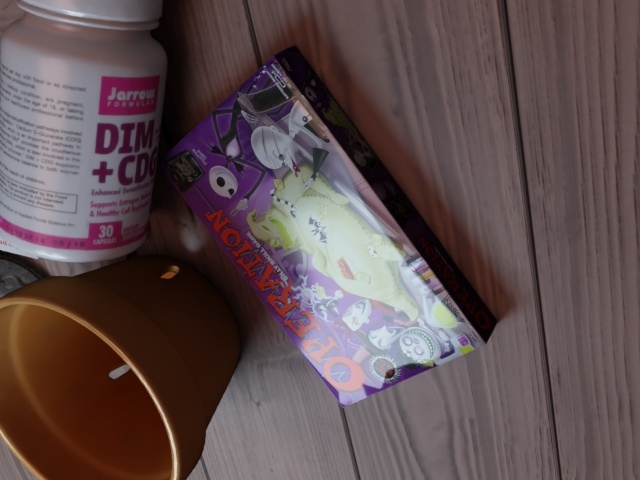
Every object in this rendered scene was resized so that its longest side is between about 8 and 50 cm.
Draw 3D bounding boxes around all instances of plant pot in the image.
[{"bbox_3d":[-0.232,0.147,0.902,0.290,0.203,0.291,12,120,22],"label":"plant pot"}]

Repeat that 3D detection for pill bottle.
[{"bbox_3d":[-0.243,-0.135,0.777,0.160,0.160,0.283,20,114,19],"label":"pill bottle"}]

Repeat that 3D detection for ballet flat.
[{"bbox_3d":[-0.470,0.052,1.082,0.249,0.058,0.084,25,89,9],"label":"ballet flat"}]

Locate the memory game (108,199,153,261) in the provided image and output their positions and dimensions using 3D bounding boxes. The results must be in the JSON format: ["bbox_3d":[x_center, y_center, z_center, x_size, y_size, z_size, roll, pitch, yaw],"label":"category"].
[{"bbox_3d":[-0.291,-0.056,0.910,0.186,0.012,0.186,2,115,5],"label":"memory game"}]

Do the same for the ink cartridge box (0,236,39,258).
[{"bbox_3d":[-0.391,-0.053,0.977,0.099,0.056,0.135,10,119,23],"label":"ink cartridge box"}]

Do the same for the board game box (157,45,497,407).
[{"bbox_3d":[0.000,0.000,0.799,0.208,0.056,0.347,-33,97,41],"label":"board game box"}]
